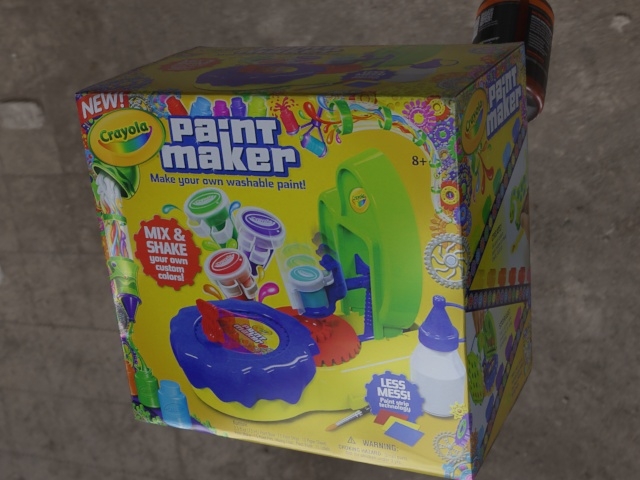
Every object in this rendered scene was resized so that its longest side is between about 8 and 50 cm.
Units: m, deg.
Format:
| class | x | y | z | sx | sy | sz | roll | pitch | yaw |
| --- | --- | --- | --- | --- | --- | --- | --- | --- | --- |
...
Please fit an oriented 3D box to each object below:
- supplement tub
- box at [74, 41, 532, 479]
| class | x | y | z | sx | sy | sz | roll | pitch | yaw |
| --- | --- | --- | --- | --- | --- | --- | --- | --- | --- |
| supplement tub | 0.251 | -0.255 | 1.294 | 0.106 | 0.198 | 0.106 | 11 | 154 | 5 |
| box | 0.000 | 0.000 | 0.766 | 0.289 | 0.177 | 0.279 | 4 | 113 | 26 |
